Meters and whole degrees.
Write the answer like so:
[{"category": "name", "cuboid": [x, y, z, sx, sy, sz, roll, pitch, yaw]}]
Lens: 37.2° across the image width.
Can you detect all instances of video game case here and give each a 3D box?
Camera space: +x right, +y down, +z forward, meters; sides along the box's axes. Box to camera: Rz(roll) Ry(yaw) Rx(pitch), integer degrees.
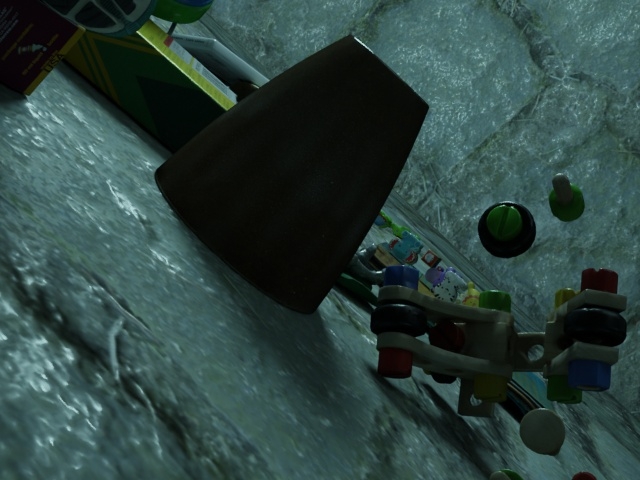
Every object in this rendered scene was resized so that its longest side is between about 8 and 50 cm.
[{"category": "video game case", "cuboid": [-0.190, -0.292, 1.548, 0.173, 0.022, 0.190, 15, -6, 30]}]

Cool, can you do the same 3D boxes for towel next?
[{"category": "towel", "cuboid": [0.213, 0.139, 1.496, 0.370, 0.040, 0.271, 42, 8, 7]}]

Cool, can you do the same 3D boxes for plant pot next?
[{"category": "plant pot", "cuboid": [-0.007, -0.083, 0.950, 0.215, 0.230, 0.215, 42, 9, -8]}]

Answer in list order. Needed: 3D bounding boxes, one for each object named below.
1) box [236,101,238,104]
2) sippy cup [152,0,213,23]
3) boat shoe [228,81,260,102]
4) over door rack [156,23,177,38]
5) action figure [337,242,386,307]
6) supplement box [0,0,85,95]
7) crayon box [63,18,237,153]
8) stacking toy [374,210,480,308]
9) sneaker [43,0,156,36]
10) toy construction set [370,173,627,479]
[{"category": "box", "cuboid": [-0.055, -0.102, 1.387, 0.231, 0.056, 0.183, 47, 11, 26]}, {"category": "sippy cup", "cuboid": [-0.182, -0.450, 1.264, 0.240, 0.224, 0.305, 26, 36, -37]}, {"category": "boat shoe", "cuboid": [-0.031, -0.147, 1.555, 0.302, 0.109, 0.098, 39, 8, 12]}, {"category": "over door rack", "cuboid": [-0.297, -0.376, 1.359, 0.239, 0.108, 0.324, 40, 30, -18]}, {"category": "action figure", "cuboid": [0.000, 0.000, 1.157, 0.232, 0.063, 0.137, 27, 21, -48]}, {"category": "supplement box", "cuboid": [-0.294, -0.205, 0.755, 0.104, 0.081, 0.188, 48, 10, 28]}, {"category": "crayon box", "cuboid": [-0.241, -0.235, 1.119, 0.318, 0.081, 0.202, 41, 9, -15]}, {"category": "stacking toy", "cuboid": [0.164, 0.037, 1.518, 0.221, 0.052, 0.167, 42, 7, 23]}, {"category": "sneaker", "cuboid": [-0.207, -0.255, 0.798, 0.275, 0.107, 0.110, 49, 1, 33]}, {"category": "toy construction set", "cuboid": [0.212, 0.146, 0.992, 0.237, 0.257, 0.309, 51, 18, -58]}]
